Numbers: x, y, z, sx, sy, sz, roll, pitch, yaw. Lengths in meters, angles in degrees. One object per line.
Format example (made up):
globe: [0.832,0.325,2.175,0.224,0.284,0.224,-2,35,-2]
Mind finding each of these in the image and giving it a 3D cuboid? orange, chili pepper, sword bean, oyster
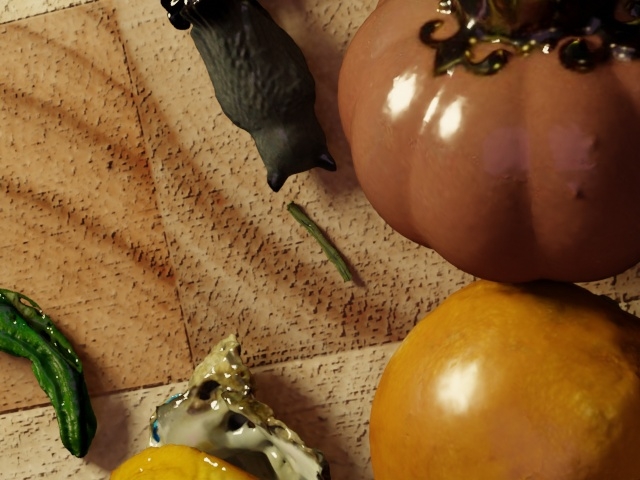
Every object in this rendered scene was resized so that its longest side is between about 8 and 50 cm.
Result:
orange: [0.165,0.147,1.211,0.261,0.261,0.261,2,96,14]
chili pepper: [-0.248,0.104,1.415,0.073,0.050,0.182,-42,88,7]
sword bean: [0.000,0.000,1.362,0.012,0.012,0.083,-41,85,14]
oyster: [-0.064,0.218,1.367,0.214,0.083,0.223,46,122,14]

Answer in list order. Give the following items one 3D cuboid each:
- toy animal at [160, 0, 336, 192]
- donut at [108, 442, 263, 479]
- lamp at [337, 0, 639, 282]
toy animal: [-0.048,-0.145,1.305,0.121,0.117,0.210,-27,87,8]
donut: [-0.087,0.312,1.309,0.303,0.110,0.303,14,119,27]
lamp: [0.159,-0.117,1.162,0.305,0.305,0.239,-1,134,14]
